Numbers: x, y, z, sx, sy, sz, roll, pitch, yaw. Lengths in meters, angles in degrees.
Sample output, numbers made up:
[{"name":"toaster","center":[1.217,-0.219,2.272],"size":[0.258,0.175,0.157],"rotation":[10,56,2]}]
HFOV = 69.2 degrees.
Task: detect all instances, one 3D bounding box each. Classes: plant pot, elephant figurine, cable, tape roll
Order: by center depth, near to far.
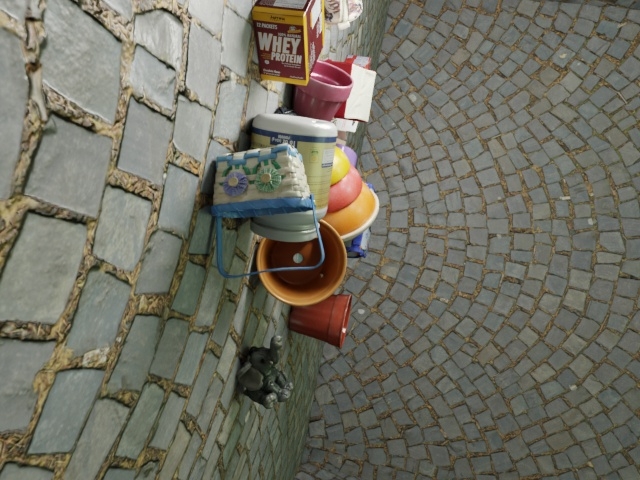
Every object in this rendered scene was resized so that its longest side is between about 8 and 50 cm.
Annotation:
[{"name":"cable","center":[-0.078,-0.355,1.445],"size":[0.184,0.047,0.151],"rotation":[35,37,-48]},{"name":"plant pot","center":[-0.011,-0.474,1.540],"size":[0.201,0.201,0.180],"rotation":[-67,180,-52]},{"name":"elephant figurine","center":[-0.197,0.426,1.561],"size":[0.169,0.186,0.239],"rotation":[29,-39,65]},{"name":"plant pot","center":[-0.070,0.066,1.569],"size":[0.203,0.290,0.291],"rotation":[175,-74,-83]},{"name":"tape roll","center":[0.064,-0.351,2.067],"size":[0.189,0.189,0.080],"rotation":[75,28,-69]},{"name":"plant pot","center":[-0.002,0.368,2.257],"size":[0.272,0.265,0.272],"rotation":[10,90,-80]}]

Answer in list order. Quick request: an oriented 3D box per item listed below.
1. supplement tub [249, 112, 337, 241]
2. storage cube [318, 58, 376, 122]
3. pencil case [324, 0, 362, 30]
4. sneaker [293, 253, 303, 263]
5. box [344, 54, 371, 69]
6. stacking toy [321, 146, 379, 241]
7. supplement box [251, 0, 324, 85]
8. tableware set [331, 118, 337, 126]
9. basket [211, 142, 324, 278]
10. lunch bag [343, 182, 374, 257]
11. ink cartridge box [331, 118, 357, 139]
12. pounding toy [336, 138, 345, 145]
[{"name":"supplement tub","center":[-0.084,-0.174,1.270],"size":[0.228,0.228,0.316],"rotation":[-52,151,-70]},{"name":"storage cube","center":[0.066,-0.544,1.693],"size":[0.183,0.193,0.215],"rotation":[-12,116,-56]},{"name":"pencil case","center":[0.061,-0.908,1.497],"size":[0.410,0.159,0.184],"rotation":[85,2,-59]},{"name":"sneaker","center":[0.000,0.000,2.028],"size":[0.127,0.208,0.319],"rotation":[86,17,-53]},{"name":"box","center":[0.170,-0.824,2.350],"size":[0.123,0.128,0.257],"rotation":[90,13,-47]},{"name":"stacking toy","center":[0.011,-0.255,1.802],"size":[0.351,0.350,0.480],"rotation":[-71,148,-42]},{"name":"supplement box","center":[-0.075,-0.546,1.201],"size":[0.191,0.129,0.194],"rotation":[88,16,-55]},{"name":"tableware set","center":[0.002,-0.430,1.844],"size":[0.154,0.024,0.104],"rotation":[-30,144,-23]},{"name":"basket","center":[-0.133,-0.065,1.077],"size":[0.201,0.254,0.289],"rotation":[-26,107,-80]},{"name":"lunch bag","center":[0.122,-0.085,2.185],"size":[0.385,0.239,0.328],"rotation":[166,-64,-69]},{"name":"ink cartridge box","center":[0.068,-0.490,1.961],"size":[0.060,0.180,0.104],"rotation":[82,22,-63]},{"name":"pounding toy","center":[0.051,-0.420,2.261],"size":[0.130,0.100,0.141],"rotation":[115,-7,-66]}]
